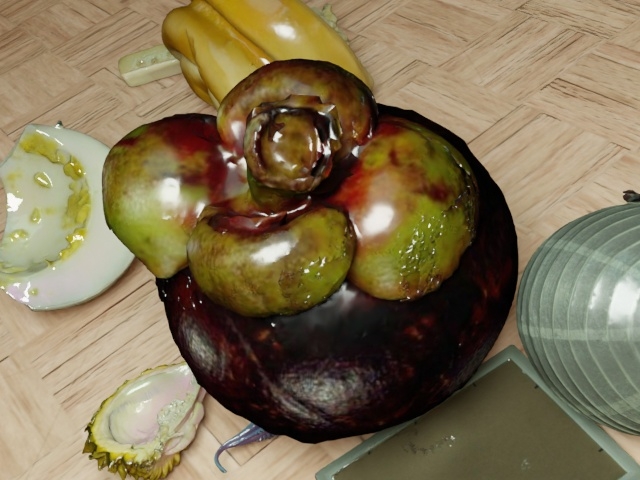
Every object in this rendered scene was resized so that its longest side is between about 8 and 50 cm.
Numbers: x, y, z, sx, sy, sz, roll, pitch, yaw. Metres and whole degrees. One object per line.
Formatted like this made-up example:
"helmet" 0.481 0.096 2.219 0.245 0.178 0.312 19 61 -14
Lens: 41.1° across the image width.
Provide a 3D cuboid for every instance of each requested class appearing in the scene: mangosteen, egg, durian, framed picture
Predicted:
"mangosteen" -0.008 0.020 0.872 0.380 0.421 0.381 -6 79 32
"egg" -0.367 -0.017 1.241 0.206 0.162 0.271 3 73 -22
"durian" -0.177 0.201 1.003 0.140 0.078 0.224 1 33 38
"framed picture" 0.156 0.243 0.875 0.273 0.016 0.216 -29 43 -11

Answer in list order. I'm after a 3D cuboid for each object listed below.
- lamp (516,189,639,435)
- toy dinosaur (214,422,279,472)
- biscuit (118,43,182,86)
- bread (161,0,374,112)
"lamp" 0.325 0.078 0.822 0.233 0.265 0.233 -53 11 15
"toy dinosaur" -0.064 0.190 0.990 0.080 0.045 0.197 23 47 27
"biscuit" -0.294 -0.343 1.642 0.187 0.052 0.056 -14 58 6
"bread" -0.097 -0.318 1.445 0.424 0.328 0.245 44 111 45
